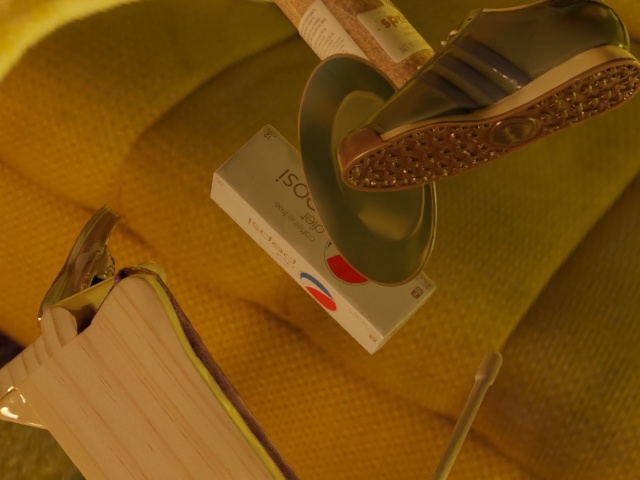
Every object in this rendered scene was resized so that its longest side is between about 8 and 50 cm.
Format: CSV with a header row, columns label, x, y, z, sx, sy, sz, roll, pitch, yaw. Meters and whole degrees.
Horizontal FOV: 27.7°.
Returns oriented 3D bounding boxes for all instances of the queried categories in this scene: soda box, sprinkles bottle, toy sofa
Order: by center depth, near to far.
label,x,y,z,sx,sy,sz,roll,pitch,yaw
toy sofa,-0.057,0.183,0.903,0.362,0.177,0.150,52,20,3
soda box,0.000,0.000,1.185,0.216,0.069,0.074,44,72,8
sprinkles bottle,0.044,-0.266,1.648,0.121,0.121,0.355,-26,72,-45

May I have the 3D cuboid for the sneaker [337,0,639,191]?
label,x,y,z,sx,sy,sz,roll,pitch,yaw
sneaker,0.097,-0.099,0.806,0.192,0.064,0.086,-20,59,14

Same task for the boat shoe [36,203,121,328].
label,x,y,z,sx,sy,sz,roll,pitch,yaw
boat shoe,-0.211,0.030,1.189,0.045,0.050,0.135,24,64,1

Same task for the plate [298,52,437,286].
label,x,y,z,sx,sy,sz,roll,pitch,yaw
plate,0.041,-0.056,1.020,0.024,0.188,0.188,-17,47,-29

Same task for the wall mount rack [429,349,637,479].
label,x,y,z,sx,sy,sz,roll,pitch,yaw
wall mount rack,0.145,0.293,1.199,0.350,0.304,0.130,42,3,-14
